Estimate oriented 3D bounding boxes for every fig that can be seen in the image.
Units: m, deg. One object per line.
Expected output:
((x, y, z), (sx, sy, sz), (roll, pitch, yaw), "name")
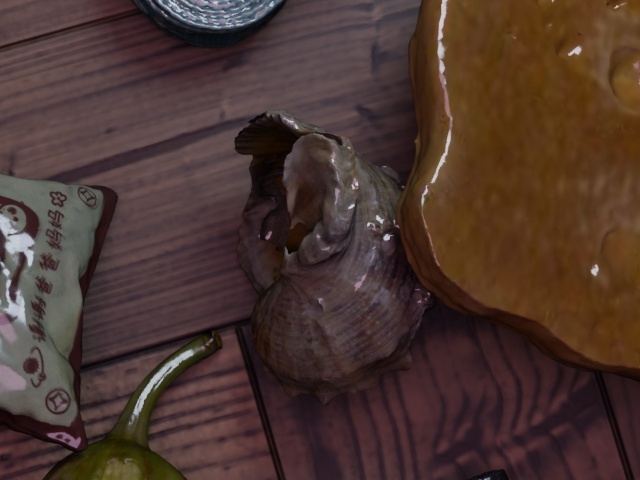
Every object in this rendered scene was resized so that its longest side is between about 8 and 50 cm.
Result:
((-0.131, 0.167, 1.367), (0.149, 0.149, 0.245), (15, 65, 0), "fig")

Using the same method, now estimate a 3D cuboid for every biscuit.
((0.235, -0.075, 1.368), (0.385, 0.062, 0.365), (14, 74, -20), "biscuit")

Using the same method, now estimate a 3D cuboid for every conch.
((0.000, 0.000, 1.350), (0.178, 0.245, 0.163), (28, 58, 27), "conch")

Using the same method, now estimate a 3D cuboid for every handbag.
((-0.267, 0.034, 1.358), (0.235, 0.127, 0.213), (11, 64, -10), "handbag")

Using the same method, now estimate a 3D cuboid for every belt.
((-0.085, -0.230, 1.420), (0.147, 0.082, 0.163), (-36, 88, -9), "belt")

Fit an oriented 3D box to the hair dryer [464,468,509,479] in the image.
((0.077, 0.279, 1.396), (0.195, 0.050, 0.173), (-21, 83, 0), "hair dryer")
